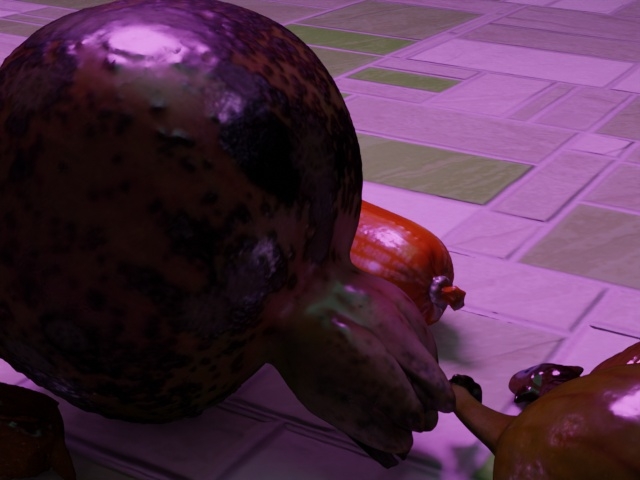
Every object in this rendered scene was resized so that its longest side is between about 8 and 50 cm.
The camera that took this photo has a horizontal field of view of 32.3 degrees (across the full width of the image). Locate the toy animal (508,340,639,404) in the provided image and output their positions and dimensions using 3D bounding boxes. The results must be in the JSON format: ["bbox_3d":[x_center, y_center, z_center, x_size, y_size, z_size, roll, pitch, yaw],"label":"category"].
[{"bbox_3d":[0.227,0.095,0.724,0.188,0.089,0.179,-16,13,-25],"label":"toy animal"}]

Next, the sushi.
[{"bbox_3d":[-0.203,0.117,0.670,0.120,0.055,0.052,10,11,-7],"label":"sushi"}]

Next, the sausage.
[{"bbox_3d":[0.000,0.000,0.918,0.093,0.092,0.312,-17,30,-38],"label":"sausage"}]

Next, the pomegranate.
[{"bbox_3d":[-0.061,0.012,0.692,0.341,0.285,0.285,35,32,12],"label":"pomegranate"}]

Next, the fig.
[{"bbox_3d":[0.138,0.106,0.593,0.151,0.151,0.259,-13,28,-32],"label":"fig"}]
